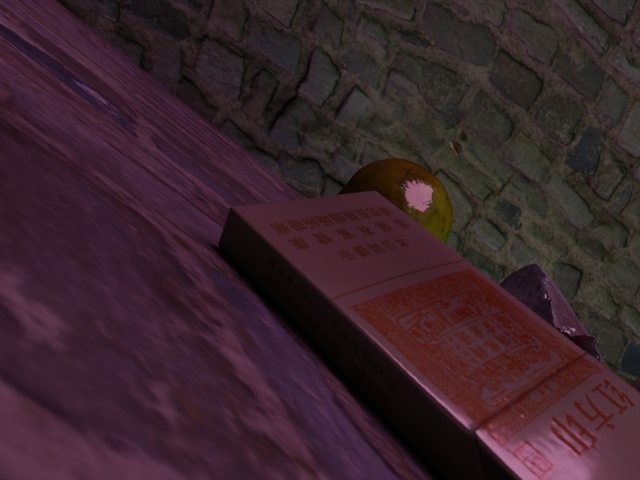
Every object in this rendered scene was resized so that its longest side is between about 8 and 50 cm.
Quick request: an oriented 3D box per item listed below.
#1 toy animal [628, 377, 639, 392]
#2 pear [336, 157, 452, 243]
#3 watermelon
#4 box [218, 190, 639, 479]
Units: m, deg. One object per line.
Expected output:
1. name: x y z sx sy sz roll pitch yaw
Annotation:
1. toy animal: 0.486 0.299 0.806 0.308 0.188 0.266 48 -32 46
2. pear: 0.164 -0.034 1.421 0.287 0.287 0.375 38 25 -10
3. watermelon: 0.300 0.142 0.789 0.289 0.213 0.320 20 -15 -16
4. box: 0.099 0.078 0.519 0.204 0.051 0.365 -10 43 -46
